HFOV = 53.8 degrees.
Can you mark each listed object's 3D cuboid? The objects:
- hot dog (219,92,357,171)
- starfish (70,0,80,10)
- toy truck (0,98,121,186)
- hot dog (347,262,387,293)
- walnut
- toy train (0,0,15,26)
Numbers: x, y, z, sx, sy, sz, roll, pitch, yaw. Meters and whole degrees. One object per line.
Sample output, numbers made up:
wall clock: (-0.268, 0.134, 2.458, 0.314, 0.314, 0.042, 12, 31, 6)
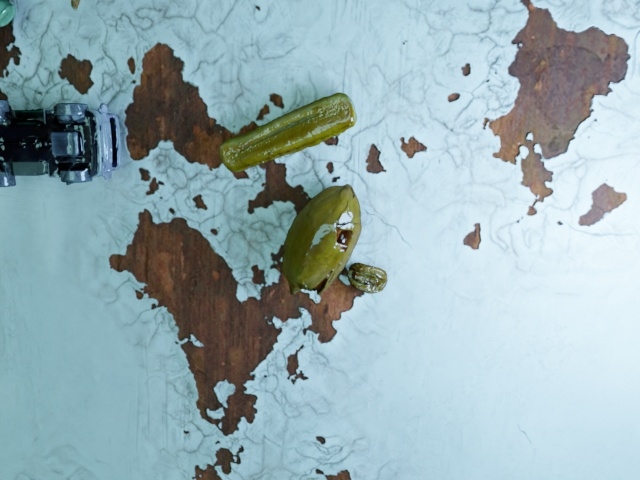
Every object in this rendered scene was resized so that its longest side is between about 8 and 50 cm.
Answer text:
hot dog: (-0.065, -0.205, 1.209, 0.285, 0.061, 0.088, -14, 99, 17)
starfish: (-0.440, -0.564, 1.110, 0.301, 0.084, 0.294, 5, 94, -8)
toy truck: (-0.580, -0.198, 1.256, 0.363, 0.178, 0.177, 2, 101, 11)
hot dog: (0.094, 0.074, 1.272, 0.083, 0.035, 0.058, 16, 112, 7)
walnut: (0.000, 0.000, 1.225, 0.137, 0.137, 0.245, 33, 107, 1)
toy train: (-0.721, -0.486, 1.181, 0.271, 0.159, 0.188, 38, 81, -11)
